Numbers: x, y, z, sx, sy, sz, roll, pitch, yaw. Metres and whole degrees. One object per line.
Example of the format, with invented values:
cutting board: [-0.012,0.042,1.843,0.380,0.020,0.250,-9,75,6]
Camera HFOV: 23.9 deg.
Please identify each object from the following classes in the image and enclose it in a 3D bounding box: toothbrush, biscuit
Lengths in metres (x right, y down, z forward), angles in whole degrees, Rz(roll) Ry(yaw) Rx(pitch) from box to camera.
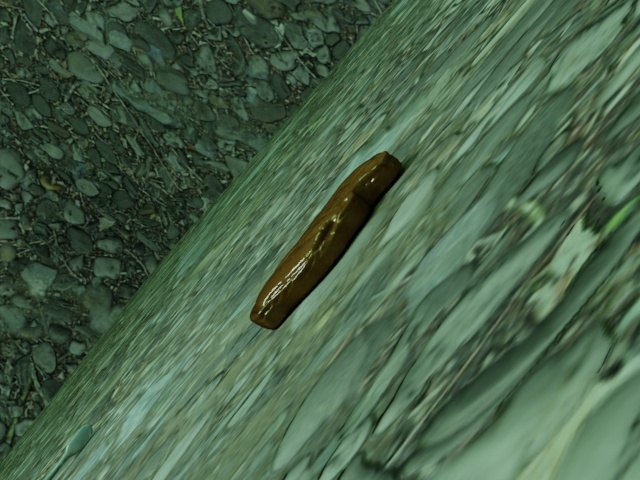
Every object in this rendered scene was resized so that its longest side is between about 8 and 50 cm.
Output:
toothbrush: [-0.288,0.262,1.438,0.219,0.016,0.019,-53,5,-22]
biscuit: [0.000,0.000,0.881,0.130,0.019,0.102,-54,5,-23]
